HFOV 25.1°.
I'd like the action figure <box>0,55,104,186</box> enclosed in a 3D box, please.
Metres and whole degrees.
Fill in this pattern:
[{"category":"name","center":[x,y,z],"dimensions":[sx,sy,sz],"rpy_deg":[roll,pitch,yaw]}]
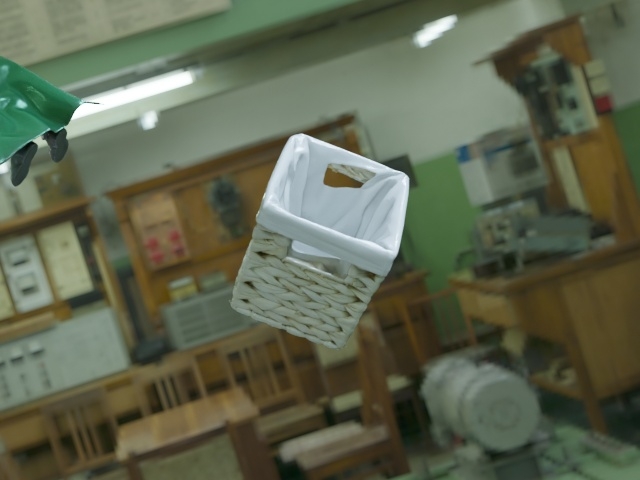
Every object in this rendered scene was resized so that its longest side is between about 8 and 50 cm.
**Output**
[{"category":"action figure","center":[-0.297,-0.127,1.086],"dimensions":[0.137,0.232,0.063],"rpy_deg":[-37,-23,-53]}]

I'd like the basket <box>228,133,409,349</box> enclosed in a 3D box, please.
[{"category":"basket","center":[0.000,0.000,1.181],"dimensions":[0.113,0.103,0.167],"rpy_deg":[21,27,-2]}]
